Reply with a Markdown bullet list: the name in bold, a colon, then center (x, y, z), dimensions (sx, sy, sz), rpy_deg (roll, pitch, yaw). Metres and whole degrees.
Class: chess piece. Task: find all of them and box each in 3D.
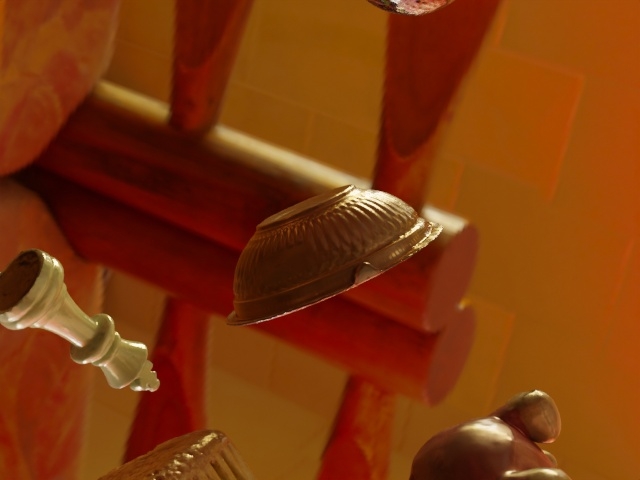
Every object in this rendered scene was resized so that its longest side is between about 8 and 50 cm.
- **chess piece**: center (-0.168, 0.070, 0.901), dimensions (0.149, 0.059, 0.059), rpy_deg (44, 68, -34)

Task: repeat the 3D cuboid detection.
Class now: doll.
- **doll**: center (0.165, 0.267, 1.035), dimensions (0.196, 0.152, 0.256), rpy_deg (-33, 122, -46)

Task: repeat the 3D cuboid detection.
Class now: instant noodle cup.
- **instant noodle cup**: center (0.000, 0.000, 1.423), dimensions (0.274, 0.274, 0.090), rpy_deg (-32, 101, -51)

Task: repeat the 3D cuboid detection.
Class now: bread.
- **bread**: center (-0.179, 0.298, 1.242), dimensions (0.253, 0.227, 0.142), rpy_deg (-26, 92, -43)

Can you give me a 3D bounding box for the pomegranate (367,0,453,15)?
- **pomegranate**: center (0.091, -0.246, 0.962), dimensions (0.125, 0.163, 0.138), rpy_deg (-100, 179, -48)
